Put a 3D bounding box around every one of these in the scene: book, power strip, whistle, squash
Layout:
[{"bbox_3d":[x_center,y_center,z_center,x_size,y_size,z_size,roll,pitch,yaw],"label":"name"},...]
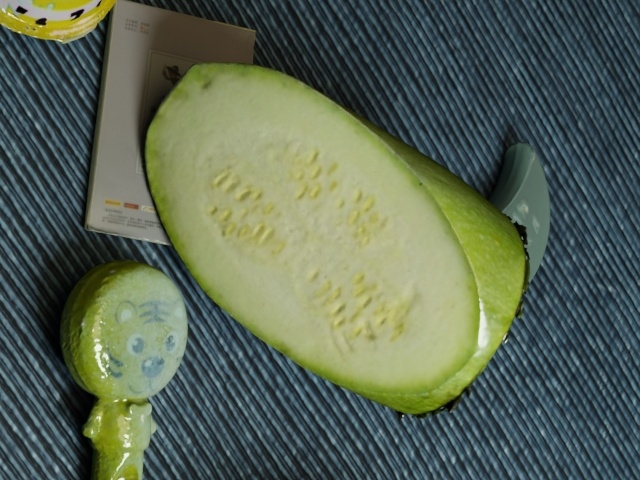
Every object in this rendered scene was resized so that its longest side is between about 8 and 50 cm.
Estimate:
[{"bbox_3d":[-0.113,-0.085,1.411,0.127,0.014,0.182,10,81,-32],"label":"book"},{"bbox_3d":[0.103,0.001,1.529,0.216,0.044,0.137,-17,97,-33],"label":"power strip"},{"bbox_3d":[-0.148,0.113,1.356,0.104,0.057,0.198,1,94,-49],"label":"whistle"},{"bbox_3d":[0.000,0.000,1.353,0.260,0.189,0.189,29,71,-25],"label":"squash"}]

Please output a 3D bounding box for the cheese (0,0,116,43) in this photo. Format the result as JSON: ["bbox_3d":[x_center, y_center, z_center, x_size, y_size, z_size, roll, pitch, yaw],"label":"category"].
[{"bbox_3d":[-0.228,-0.204,1.313,0.250,0.064,0.157,-30,101,-34],"label":"cheese"}]
